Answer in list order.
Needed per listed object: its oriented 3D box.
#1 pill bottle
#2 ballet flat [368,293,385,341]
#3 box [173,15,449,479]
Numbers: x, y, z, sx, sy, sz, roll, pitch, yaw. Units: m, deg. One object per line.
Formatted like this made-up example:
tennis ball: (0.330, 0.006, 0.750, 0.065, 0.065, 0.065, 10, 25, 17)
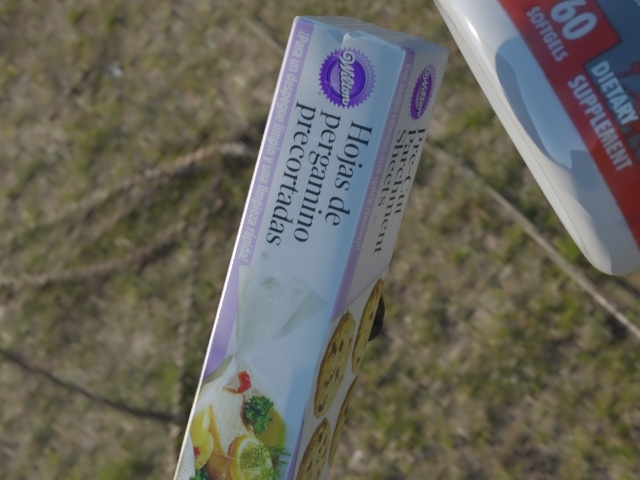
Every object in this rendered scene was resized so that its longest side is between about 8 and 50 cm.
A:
pill bottle: (0.259, -0.154, 1.000, 0.363, 0.210, 0.210, -31, 38, 5)
ballet flat: (0.000, 0.000, 1.325, 0.057, 0.173, 0.049, -27, 26, -13)
box: (-0.015, 0.049, 0.938, 0.063, 0.067, 0.324, 20, 103, 20)
